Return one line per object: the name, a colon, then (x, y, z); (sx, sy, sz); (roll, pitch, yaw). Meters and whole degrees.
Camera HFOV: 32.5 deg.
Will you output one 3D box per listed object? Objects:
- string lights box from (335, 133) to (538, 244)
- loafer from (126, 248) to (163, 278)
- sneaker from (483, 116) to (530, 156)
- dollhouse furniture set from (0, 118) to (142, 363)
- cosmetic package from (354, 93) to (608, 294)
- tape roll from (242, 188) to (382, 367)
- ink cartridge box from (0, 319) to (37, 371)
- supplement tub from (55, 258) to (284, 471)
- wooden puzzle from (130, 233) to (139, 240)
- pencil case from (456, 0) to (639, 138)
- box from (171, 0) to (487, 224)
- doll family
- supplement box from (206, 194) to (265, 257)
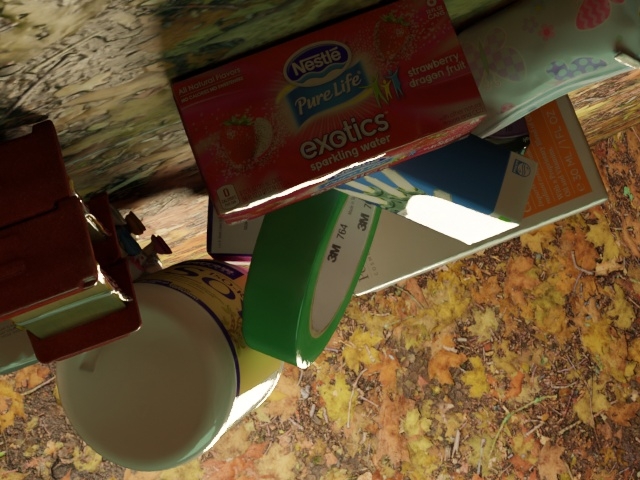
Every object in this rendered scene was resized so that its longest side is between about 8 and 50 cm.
string lights box: (0.083, -0.086, 1.175); (0.260, 0.076, 0.133); (22, 165, -12)
loafer: (-0.330, 0.057, 1.611); (0.267, 0.084, 0.096); (2, 138, -48)
sneaker: (0.195, -0.137, 1.751); (0.283, 0.124, 0.107); (-23, 175, 27)
dollhouse furniture set: (-0.367, 0.052, 0.982); (0.374, 0.152, 0.201); (-20, 163, -5)
cosmetic package: (0.241, -0.090, 1.893); (0.453, 0.230, 0.161); (-23, 175, 14)
tape roll: (0.000, 0.000, 1.402); (0.077, 0.321, 0.321); (20, -174, 13)
ink cartridge box: (-0.323, 0.047, 1.189); (0.127, 0.176, 0.128); (-21, 176, -5)
supplement tub: (-0.184, 0.154, 1.503); (0.241, 0.241, 0.331); (-22, -178, 16)
wooden puzzle: (-0.405, 0.046, 1.722); (0.221, 0.044, 0.239); (-19, 175, -22)
pencil case: (0.236, -0.198, 1.168); (0.273, 0.124, 0.113); (-22, 176, 25)
box: (0.006, -0.118, 1.008); (0.257, 0.128, 0.122); (-20, 176, -2)
doll family: (-0.315, 0.025, 1.472); (0.163, 0.118, 0.263); (-39, 174, 4)
supplement box: (-0.105, -0.024, 1.619); (0.114, 0.111, 0.220); (2, 176, -3)
